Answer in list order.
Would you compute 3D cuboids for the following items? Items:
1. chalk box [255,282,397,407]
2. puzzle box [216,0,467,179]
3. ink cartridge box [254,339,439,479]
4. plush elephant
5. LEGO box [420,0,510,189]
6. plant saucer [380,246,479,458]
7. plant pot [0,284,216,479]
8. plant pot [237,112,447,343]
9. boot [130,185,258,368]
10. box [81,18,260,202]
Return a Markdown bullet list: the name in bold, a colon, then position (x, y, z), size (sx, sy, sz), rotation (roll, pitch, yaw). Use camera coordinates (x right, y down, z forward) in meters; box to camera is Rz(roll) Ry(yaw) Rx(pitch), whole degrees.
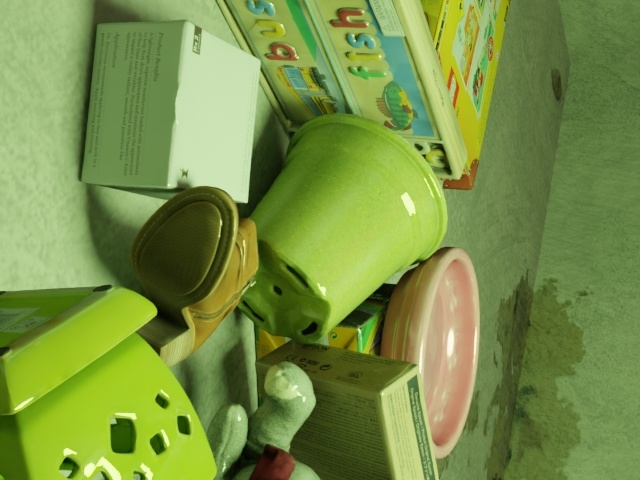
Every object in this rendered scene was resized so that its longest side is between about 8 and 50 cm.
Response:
- **chalk box**: position (0.040, 0.169, 1.563), size (0.289, 0.180, 0.179), rotation (-27, 119, -62)
- **puzzle box**: position (0.036, -0.233, 1.374), size (0.052, 0.272, 0.409), rotation (-68, 151, -26)
- **ink cartridge box**: position (0.034, 0.248, 1.311), size (0.088, 0.234, 0.193), rotation (-29, 115, -41)
- **plush elephant**: position (-0.092, 0.344, 1.150), size (0.272, 0.330, 0.255), rotation (53, 21, 4)
- **LEGO box**: position (0.203, -0.398, 1.825), size (0.372, 0.193, 0.500), rotation (54, 45, -56)
- **plant saucer**: position (0.173, 0.173, 1.545), size (0.332, 0.084, 0.332), rotation (4, 90, -66)
- **plant pot**: position (-0.254, 0.162, 0.838), size (0.228, 0.227, 0.207), rotation (-38, 121, -59)
- **plant pot**: position (0.000, 0.000, 1.387), size (0.254, 0.276, 0.276), rotation (-47, 137, -38)
- **boot**: position (-0.123, 0.022, 1.151), size (0.220, 0.109, 0.283), rotation (-40, 156, -54)
- **box**: position (-0.165, -0.140, 1.112), size (0.182, 0.119, 0.181), rotation (11, 84, -66)
